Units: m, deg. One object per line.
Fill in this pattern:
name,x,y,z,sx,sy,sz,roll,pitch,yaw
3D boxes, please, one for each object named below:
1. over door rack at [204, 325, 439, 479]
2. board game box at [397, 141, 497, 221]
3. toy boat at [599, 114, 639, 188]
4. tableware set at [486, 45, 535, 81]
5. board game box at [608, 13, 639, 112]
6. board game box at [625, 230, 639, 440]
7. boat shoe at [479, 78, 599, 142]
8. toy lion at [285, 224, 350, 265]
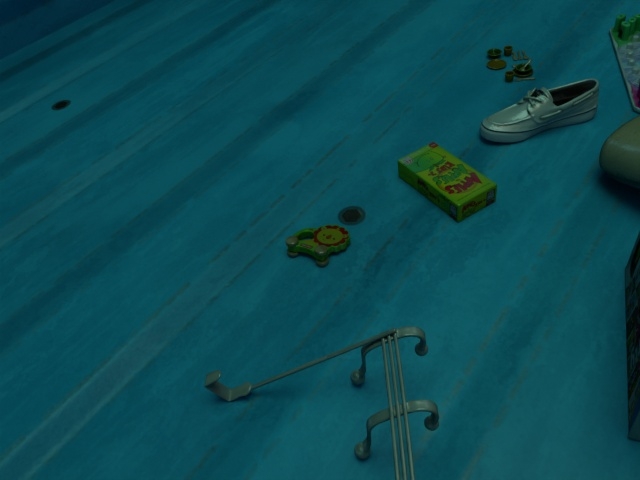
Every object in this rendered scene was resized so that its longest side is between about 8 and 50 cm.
over door rack,-0.003,0.258,0.733,0.324,0.108,0.240,-17,41,15
board game box,0.240,-0.117,1.099,0.092,0.043,0.181,-28,46,-17
toy boat,0.670,-0.163,0.977,0.318,0.148,0.267,-30,25,-11
tableware set,0.461,-0.435,1.396,0.103,0.024,0.154,-3,45,10
board game box,0.878,-0.408,1.261,0.389,0.050,0.390,3,46,14
board game box,0.464,0.073,0.725,0.097,0.224,0.303,9,46,19
boat shoe,0.453,-0.279,1.191,0.258,0.084,0.095,-18,44,-7
toy lion,0.000,0.000,1.042,0.100,0.034,0.096,16,43,27
